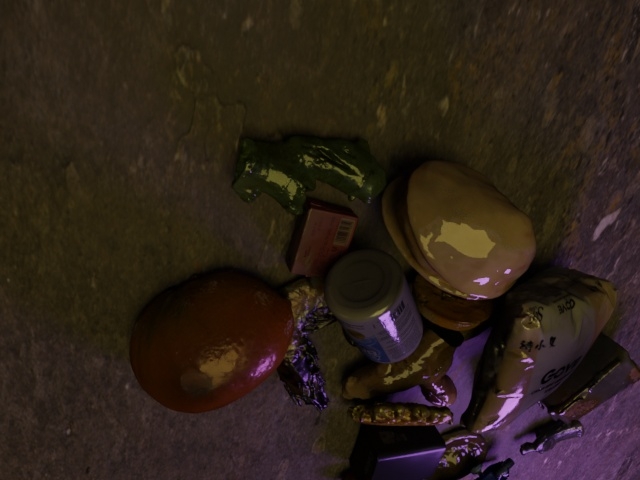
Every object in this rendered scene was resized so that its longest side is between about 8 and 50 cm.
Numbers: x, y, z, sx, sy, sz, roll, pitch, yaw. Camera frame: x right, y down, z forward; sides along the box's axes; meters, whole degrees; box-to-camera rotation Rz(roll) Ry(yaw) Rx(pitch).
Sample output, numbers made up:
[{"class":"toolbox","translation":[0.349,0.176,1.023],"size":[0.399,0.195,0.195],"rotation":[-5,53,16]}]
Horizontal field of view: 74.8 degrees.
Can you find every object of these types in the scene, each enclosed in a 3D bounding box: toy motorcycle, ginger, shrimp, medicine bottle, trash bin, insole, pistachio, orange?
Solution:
[{"class":"toy motorcycle","translation":[0.490,0.787,1.311],"size":[0.315,0.113,0.169],"rotation":[-21,143,-28]},{"class":"ginger","translation":[0.252,0.285,1.026],"size":[0.348,0.122,0.363],"rotation":[1,126,-26]},{"class":"shrimp","translation":[0.001,0.241,0.963],"size":[0.233,0.071,0.365],"rotation":[-23,115,-10]},{"class":"medicine bottle","translation":[0.124,0.156,0.871],"size":[0.157,0.157,0.289],"rotation":[-30,137,0]},{"class":"trash bin","translation":[0.218,0.604,1.181],"size":[0.225,0.115,0.165],"rotation":[4,116,-20]},{"class":"insole","translation":[0.267,0.185,0.965],"size":[0.053,0.152,0.002],"rotation":[-44,143,-4]},{"class":"pistachio","translation":[0.266,-0.019,0.817],"size":[0.321,0.229,0.238],"rotation":[36,59,-16]},{"class":"ginger","translation":[-0.017,-0.120,0.755],"size":[0.289,0.089,0.137],"rotation":[-10,84,-20]},{"class":"orange","translation":[-0.227,0.209,0.838],"size":[0.310,0.274,0.274],"rotation":[-7,127,32]}]

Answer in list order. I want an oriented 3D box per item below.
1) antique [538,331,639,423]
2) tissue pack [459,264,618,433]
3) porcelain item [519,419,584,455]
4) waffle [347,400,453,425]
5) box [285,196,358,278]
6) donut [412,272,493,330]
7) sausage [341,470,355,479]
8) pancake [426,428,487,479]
[{"class":"antique","translation":[0.771,0.413,1.237],"size":[0.284,0.125,0.150],"rotation":[-42,118,7]},{"class":"tissue pack","translation":[0.492,0.246,0.992],"size":[0.375,0.195,0.390],"rotation":[-17,129,-34]},{"class":"porcelain item","translation":[0.756,0.656,1.387],"size":[0.215,0.069,0.081],"rotation":[-26,124,-3]},{"class":"waffle","translation":[0.193,0.429,1.034],"size":[0.291,0.051,0.291],"rotation":[1,155,0]},{"class":"box","translation":[0.000,0.000,0.840],"size":[0.111,0.060,0.156],"rotation":[10,112,-23]},{"class":"donut","translation":[0.287,0.130,0.934],"size":[0.162,0.178,0.065],"rotation":[-40,153,-39]},{"class":"sausage","translation":[0.202,0.736,1.262],"size":[0.302,0.076,0.103],"rotation":[21,108,-24]},{"class":"pancake","translation":[0.424,0.686,1.317],"size":[0.241,0.050,0.242],"rotation":[-7,118,-14]}]
